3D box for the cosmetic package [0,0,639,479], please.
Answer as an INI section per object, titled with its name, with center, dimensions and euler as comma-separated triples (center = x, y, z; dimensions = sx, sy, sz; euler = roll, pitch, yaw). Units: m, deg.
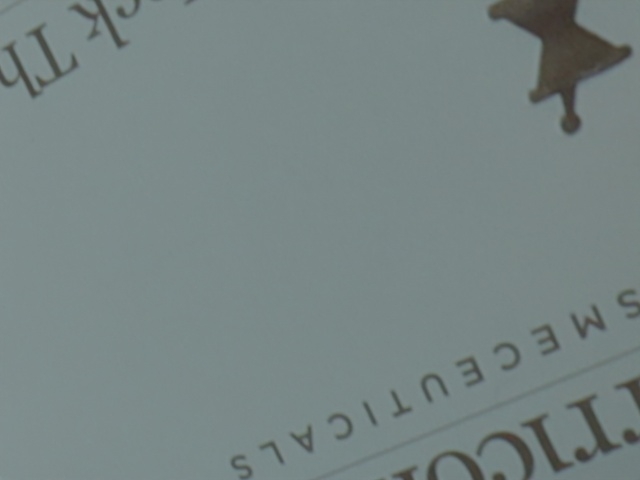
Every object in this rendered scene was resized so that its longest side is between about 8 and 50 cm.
[cosmetic package]
center = -0.005, -0.086, 0.542
dimensions = 0.329, 0.394, 0.327
euler = -26, 5, 20
